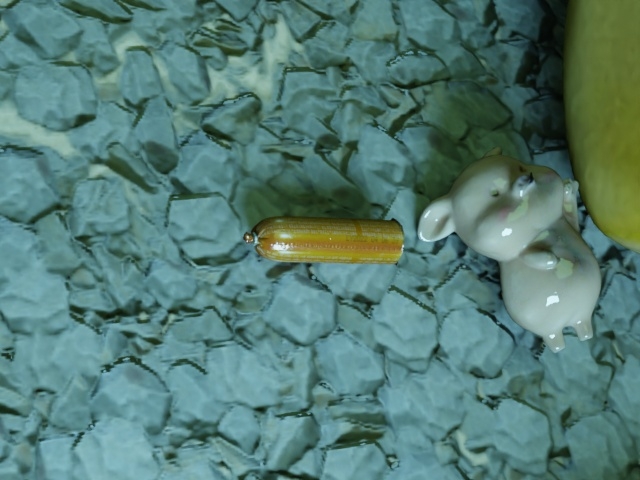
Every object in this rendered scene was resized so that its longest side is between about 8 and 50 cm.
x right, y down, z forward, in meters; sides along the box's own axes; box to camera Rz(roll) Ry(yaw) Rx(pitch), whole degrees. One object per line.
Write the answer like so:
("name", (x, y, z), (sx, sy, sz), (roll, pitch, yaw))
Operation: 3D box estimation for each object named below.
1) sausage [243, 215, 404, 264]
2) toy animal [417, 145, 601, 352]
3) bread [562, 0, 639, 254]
("sausage", (0.000, 0.000, 0.993), (0.107, 0.031, 0.031), (1, 66, -26))
("toy animal", (0.134, 0.004, 1.038), (0.083, 0.089, 0.150), (-11, 66, -53))
("bread", (0.350, -0.148, 1.055), (0.348, 0.253, 0.376), (4, 99, -13))
